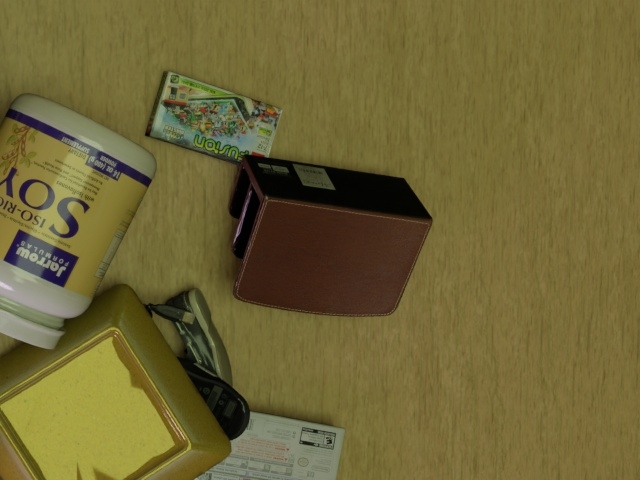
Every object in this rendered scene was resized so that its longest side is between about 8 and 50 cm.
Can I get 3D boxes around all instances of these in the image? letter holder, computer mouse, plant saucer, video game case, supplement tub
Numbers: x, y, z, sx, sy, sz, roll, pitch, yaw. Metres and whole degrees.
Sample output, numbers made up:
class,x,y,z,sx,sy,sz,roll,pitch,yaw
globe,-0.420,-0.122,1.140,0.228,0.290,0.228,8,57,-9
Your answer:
class,x,y,z,sx,sy,sz,roll,pitch,yaw
letter holder,0.000,0.000,1.997,0.302,0.152,0.214,7,118,-22
computer mouse,-0.220,0.207,1.944,0.262,0.060,0.184,21,100,7
plant saucer,-0.357,0.287,1.848,0.333,0.081,0.332,-33,91,-8
video game case,-0.108,0.420,2.038,0.270,0.061,0.244,14,81,-22
supplement tub,-0.418,-0.029,1.779,0.241,0.241,0.331,27,86,-22

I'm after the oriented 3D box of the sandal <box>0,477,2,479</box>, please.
class,x,y,z,sx,sy,sz,roll,pitch,yaw
sandal,-0.510,0.333,1.892,0.072,0.049,0.180,-14,101,-19

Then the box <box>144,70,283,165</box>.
class,x,y,z,sx,sy,sz,roll,pitch,yaw
box,-0.176,-0.196,1.964,0.207,0.036,0.114,16,91,-23

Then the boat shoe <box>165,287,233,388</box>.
class,x,y,z,sx,sy,sz,roll,pitch,yaw
boat shoe,-0.203,0.181,1.995,0.065,0.075,0.206,-16,104,9
